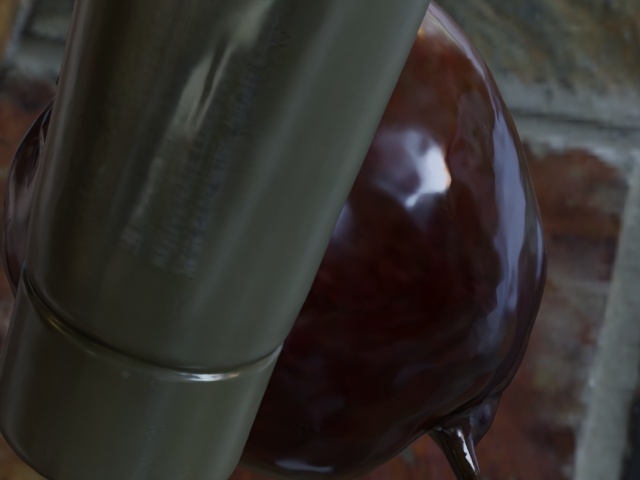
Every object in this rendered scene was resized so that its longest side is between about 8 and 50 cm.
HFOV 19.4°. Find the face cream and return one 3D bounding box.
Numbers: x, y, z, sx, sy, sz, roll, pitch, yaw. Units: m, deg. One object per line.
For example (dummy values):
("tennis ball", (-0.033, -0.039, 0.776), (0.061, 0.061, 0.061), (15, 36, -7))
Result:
("face cream", (-0.017, -0.080, 0.521), (0.137, 0.341, 0.084), (33, 31, 24))

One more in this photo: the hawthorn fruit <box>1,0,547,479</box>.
("hawthorn fruit", (-0.012, -0.019, 1.055), (0.325, 0.308, 0.308), (19, 57, -16))
